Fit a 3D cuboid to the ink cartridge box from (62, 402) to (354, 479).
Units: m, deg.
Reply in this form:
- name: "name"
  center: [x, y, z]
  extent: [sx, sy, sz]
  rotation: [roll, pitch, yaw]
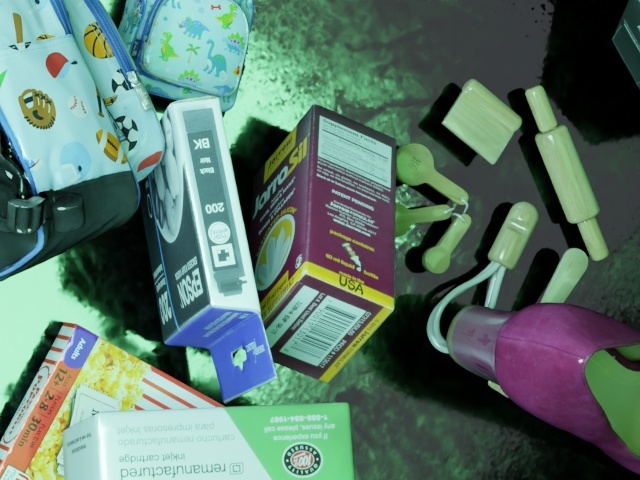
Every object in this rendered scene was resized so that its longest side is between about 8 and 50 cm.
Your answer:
- name: "ink cartridge box"
  center: [-0.076, 0.268, 1.488]
  extent: [0.201, 0.117, 0.278]
  rotation: [-1, 79, -21]

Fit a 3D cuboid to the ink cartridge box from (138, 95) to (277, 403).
- name: "ink cartridge box"
  center: [-0.091, 0.016, 1.493]
  extent: [0.045, 0.206, 0.208]
  rotation: [-11, 82, -15]

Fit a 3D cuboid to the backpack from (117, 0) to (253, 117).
- name: "backpack"
  center: [-0.103, -0.163, 1.571]
  extent: [0.105, 0.084, 0.114]
  rotation: [14, 82, -23]

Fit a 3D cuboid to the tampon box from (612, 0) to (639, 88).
- name: "tampon box"
  center: [0.357, -0.176, 1.714]
  extent: [0.161, 0.101, 0.120]
  rotation: [-11, 57, -20]

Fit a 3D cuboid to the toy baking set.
- name: "toy baking set"
  center: [0.152, -0.007, 1.701]
  extent: [0.197, 0.030, 0.256]
  rotation: [-30, 101, -16]

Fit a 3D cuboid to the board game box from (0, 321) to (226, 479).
- name: "board game box"
  center: [-0.150, 0.173, 1.573]
  extent: [0.193, 0.045, 0.146]
  rotation: [30, 80, -19]

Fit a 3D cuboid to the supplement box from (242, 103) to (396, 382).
- name: "supplement box"
  center: [0.000, 0.000, 1.550]
  extent: [0.081, 0.104, 0.188]
  rotation: [23, 42, -20]

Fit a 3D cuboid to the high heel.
- name: "high heel"
  center: [0.293, 0.142, 1.658]
  extent: [0.377, 0.181, 0.127]
  rotation: [15, 89, -29]

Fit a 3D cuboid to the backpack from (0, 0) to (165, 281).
- name: "backpack"
  center: [-0.258, -0.102, 1.425]
  extent: [0.213, 0.276, 0.263]
  rotation: [-32, 98, -50]
